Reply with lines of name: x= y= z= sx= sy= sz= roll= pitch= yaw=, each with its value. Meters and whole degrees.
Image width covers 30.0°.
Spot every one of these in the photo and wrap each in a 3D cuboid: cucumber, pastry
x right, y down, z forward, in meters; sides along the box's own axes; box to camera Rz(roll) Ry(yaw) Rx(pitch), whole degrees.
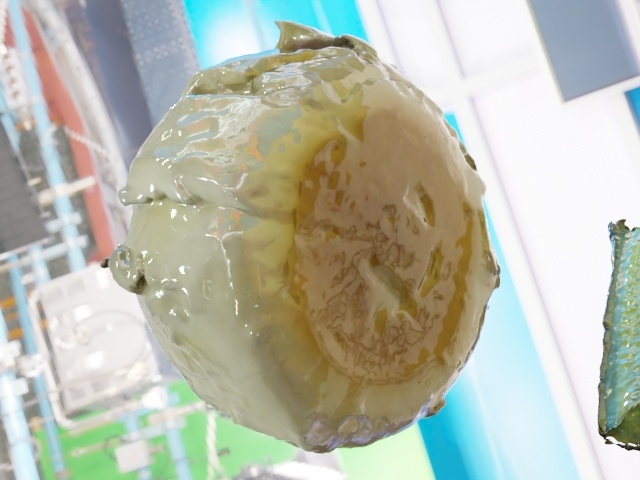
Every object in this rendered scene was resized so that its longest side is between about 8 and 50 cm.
cucumber: x=0.193 y=0.036 z=0.649 sx=0.046 sy=0.070 sz=0.220 roll=47 pitch=-151 yaw=-14
pastry: x=0.000 y=0.000 z=0.455 sx=0.165 sy=0.088 sz=0.166 roll=-5 pitch=-83 yaw=-44
